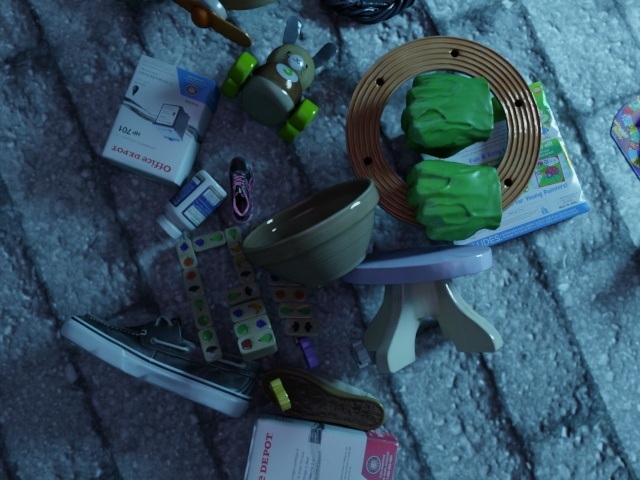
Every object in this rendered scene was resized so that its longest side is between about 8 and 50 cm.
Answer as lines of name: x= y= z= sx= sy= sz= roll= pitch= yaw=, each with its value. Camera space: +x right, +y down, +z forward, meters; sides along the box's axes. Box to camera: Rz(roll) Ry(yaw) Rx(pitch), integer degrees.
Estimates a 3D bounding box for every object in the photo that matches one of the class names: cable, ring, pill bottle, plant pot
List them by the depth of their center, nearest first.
plant pot: x=0.000 y=0.000 z=1.192 sx=0.237 sy=0.237 sz=0.110 roll=-29 pitch=104 yaw=-3
ring: x=0.209 y=-0.182 z=1.263 sx=0.336 sy=0.032 sz=0.337 roll=0 pitch=84 yaw=-1
pill bottle: x=-0.224 y=-0.059 z=1.277 sx=0.120 sy=0.067 sz=0.067 roll=-44 pitch=87 yaw=-4
cable: x=0.084 y=-0.464 z=1.327 sx=0.184 sy=0.047 sz=0.151 roll=27 pitch=83 yaw=0

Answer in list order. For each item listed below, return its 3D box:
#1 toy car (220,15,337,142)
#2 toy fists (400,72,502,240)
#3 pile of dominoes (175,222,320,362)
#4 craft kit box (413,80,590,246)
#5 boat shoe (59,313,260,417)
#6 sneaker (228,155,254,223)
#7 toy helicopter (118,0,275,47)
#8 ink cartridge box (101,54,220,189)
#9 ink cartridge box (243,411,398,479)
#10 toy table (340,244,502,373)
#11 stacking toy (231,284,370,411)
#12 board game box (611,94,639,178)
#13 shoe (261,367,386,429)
toy car: x=-0.053 y=-0.294 z=1.273 sx=0.155 sy=0.149 sz=0.188 roll=36 pitch=73 yaw=-9
toy fists: x=0.202 y=-0.136 z=1.198 sx=0.142 sy=0.096 sz=0.279 roll=-2 pitch=83 yaw=-11
pile of dominoes: x=-0.126 y=0.073 z=1.232 sx=0.196 sy=0.040 sz=0.251 roll=-17 pitch=62 yaw=-7
craft kit box: x=0.309 y=-0.123 z=1.300 sx=0.249 sy=0.061 sz=0.247 roll=-19 pitch=88 yaw=-3
boat shoe: x=-0.262 y=0.184 z=1.244 sx=0.335 sy=0.121 sz=0.119 roll=25 pitch=78 yaw=-10
sneaker: x=-0.139 y=-0.091 z=1.287 sx=0.047 sy=0.057 sz=0.119 roll=-6 pitch=84 yaw=0
toy helicopter: x=-0.214 y=-0.445 z=1.272 sx=0.355 sy=0.140 sz=0.235 roll=1 pitch=65 yaw=15
ink cartridge box: x=-0.274 y=-0.203 z=1.282 sx=0.139 sy=0.082 sz=0.191 roll=20 pitch=84 yaw=1
ink cartridge box: x=-0.005 y=0.392 z=1.226 sx=0.237 sy=0.100 sz=0.172 roll=10 pitch=85 yaw=-1
toy table: x=0.162 y=0.101 z=1.200 sx=0.252 sy=0.274 sz=0.161 roll=-15 pitch=97 yaw=-35
stacking toy: x=-0.037 y=0.151 z=1.236 sx=0.167 sy=0.052 sz=0.221 roll=-23 pitch=69 yaw=-13
board game box: x=0.608 y=-0.185 z=1.321 sx=0.133 sy=0.033 sz=0.169 roll=-30 pitch=86 yaw=-4
shoe: x=0.005 y=0.270 z=1.263 sx=0.219 sy=0.058 sz=0.077 roll=18 pitch=95 yaw=3
